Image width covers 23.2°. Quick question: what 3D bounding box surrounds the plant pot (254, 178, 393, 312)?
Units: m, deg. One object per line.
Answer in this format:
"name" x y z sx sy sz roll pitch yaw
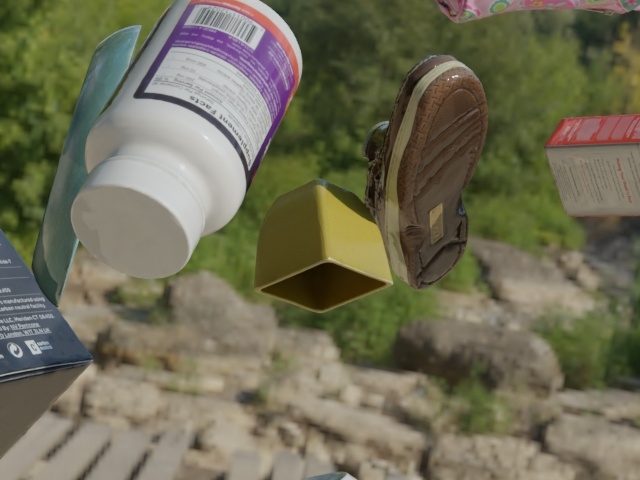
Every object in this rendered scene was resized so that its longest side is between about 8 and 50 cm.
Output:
"plant pot" 0.000 0.000 1.240 0.081 0.083 0.081 -23 -31 36

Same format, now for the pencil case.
"pencil case" 0.286 -0.339 1.974 0.284 0.124 0.124 -6 9 -17

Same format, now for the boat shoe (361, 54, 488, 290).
"boat shoe" 0.068 -0.063 1.274 0.095 0.257 0.095 -32 59 -25

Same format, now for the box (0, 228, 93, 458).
"box" -0.635 0.136 1.995 0.472 0.480 0.297 52 23 15

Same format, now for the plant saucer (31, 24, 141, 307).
"plant saucer" -0.257 -0.085 1.680 0.043 0.318 0.317 17 4 -9

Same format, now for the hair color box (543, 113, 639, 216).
"hair color box" 0.252 -0.059 1.210 0.141 0.072 0.043 1 38 35

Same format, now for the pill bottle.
"pill bottle" -0.089 -0.069 1.015 0.108 0.108 0.193 11 46 13

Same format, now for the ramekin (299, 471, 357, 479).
"ramekin" -0.042 0.412 2.142 0.272 0.127 0.273 -17 -1 0
